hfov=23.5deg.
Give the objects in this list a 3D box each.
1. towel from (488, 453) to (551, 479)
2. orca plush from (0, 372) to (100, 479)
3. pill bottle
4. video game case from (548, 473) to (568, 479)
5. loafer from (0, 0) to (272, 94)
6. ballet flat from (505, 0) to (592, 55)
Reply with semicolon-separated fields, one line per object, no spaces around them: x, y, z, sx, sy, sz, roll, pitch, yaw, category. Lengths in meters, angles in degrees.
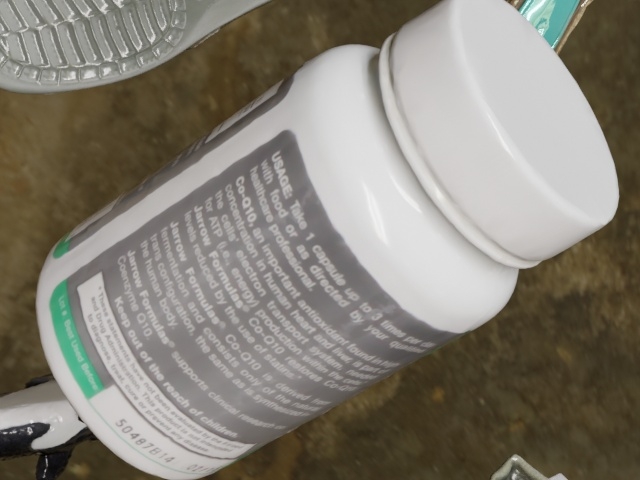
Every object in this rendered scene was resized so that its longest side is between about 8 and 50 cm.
0.160;0.312;0.804;0.056;0.324;0.312;-17;52;-18;towel
-0.284;0.212;1.588;0.151;0.287;0.102;7;105;36;orca plush
0.000;0.000;1.021;0.361;0.204;0.204;-32;62;29;pill bottle
0.203;0.287;1.158;0.232;0.210;0.042;44;121;26;video game case
-0.109;-0.149;0.973;0.251;0.087;0.094;-22;88;-25;loafer
0.192;-0.215;1.175;0.073;0.067;0.206;36;101;-12;ballet flat
